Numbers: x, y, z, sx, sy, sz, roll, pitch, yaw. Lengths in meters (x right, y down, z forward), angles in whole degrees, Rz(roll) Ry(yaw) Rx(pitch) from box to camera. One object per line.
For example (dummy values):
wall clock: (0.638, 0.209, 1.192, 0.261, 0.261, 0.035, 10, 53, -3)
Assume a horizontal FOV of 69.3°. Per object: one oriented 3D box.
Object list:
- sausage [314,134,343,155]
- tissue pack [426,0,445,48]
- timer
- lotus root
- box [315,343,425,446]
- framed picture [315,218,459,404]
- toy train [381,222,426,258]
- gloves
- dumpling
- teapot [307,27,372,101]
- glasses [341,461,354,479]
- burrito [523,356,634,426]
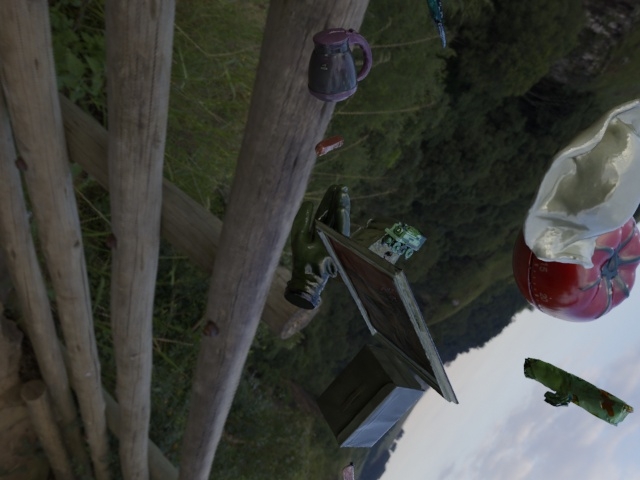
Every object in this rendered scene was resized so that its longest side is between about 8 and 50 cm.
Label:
sausage: (0.023, -0.237, 1.147, 0.030, 0.035, 0.147, -38, -176, 29)
tissue pack: (0.225, -0.457, 0.908, 0.027, 0.138, 0.085, -14, 165, 24)
timer: (0.759, 0.052, 1.383, 0.377, 0.279, 0.379, -7, 105, -28)
lotus root: (0.126, 0.036, 1.254, 0.235, 0.118, 0.138, -44, 131, -29)
box: (0.129, 0.421, 1.248, 0.155, 0.149, 0.231, 24, 110, -43)
framed picture: (0.092, 0.103, 0.681, 0.016, 0.216, 0.274, -36, 122, -13)
toy train: (0.136, -0.002, 0.765, 0.083, 0.033, 0.053, 22, 108, -49)
gloves: (-0.002, 0.007, 0.948, 0.107, 0.135, 0.269, 95, 14, -77)
dumpling: (0.478, -0.110, 0.871, 0.242, 0.187, 0.319, 1, 107, -23)
teapot: (0.041, -0.396, 1.034, 0.116, 0.148, 0.146, -84, 172, -45)
glasses: (0.059, 0.375, 0.566, 0.255, 0.095, 0.162, 33, 96, -37)
burrito: (0.666, 0.409, 1.239, 0.104, 0.288, 0.054, -52, 130, -10)
